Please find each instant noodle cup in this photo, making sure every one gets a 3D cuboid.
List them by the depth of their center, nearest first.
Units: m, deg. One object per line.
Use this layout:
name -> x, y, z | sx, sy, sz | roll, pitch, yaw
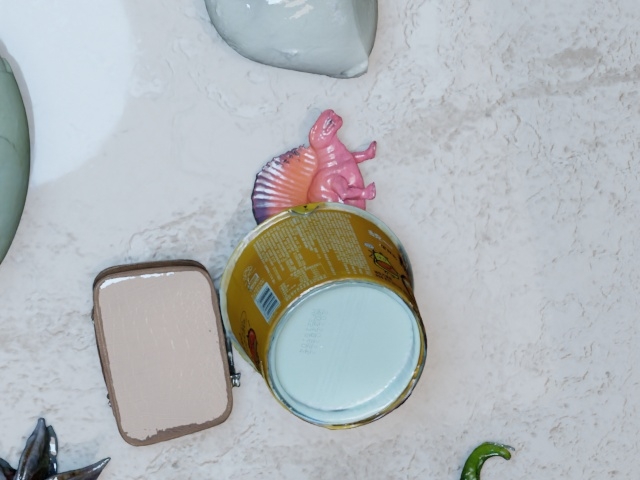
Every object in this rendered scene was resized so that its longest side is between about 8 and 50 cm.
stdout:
instant noodle cup -> 0.012, 0.086, 1.722 | 0.215, 0.172, 0.216 | -4, 110, -10

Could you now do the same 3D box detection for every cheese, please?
cheese -> -0.030, -0.269, 1.742 | 0.189, 0.154, 0.198 | 1, 97, -3

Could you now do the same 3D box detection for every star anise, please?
star anise -> -0.310, 0.292, 1.787 | 0.180, 0.061, 0.205 | -7, 63, 6

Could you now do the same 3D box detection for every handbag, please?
handbag -> -0.167, 0.116, 1.811 | 0.151, 0.072, 0.193 | -12, 97, -7

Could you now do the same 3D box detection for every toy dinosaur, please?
toy dinosaur -> -0.007, -0.003, 1.831 | 0.138, 0.070, 0.286 | 0, 104, 3

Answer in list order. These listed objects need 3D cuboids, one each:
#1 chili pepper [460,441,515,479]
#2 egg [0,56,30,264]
chili pepper -> 0.237, 0.407, 1.912 | 0.085, 0.076, 0.359 | -18, 101, 19
egg -> -0.423, -0.102, 1.635 | 0.278, 0.278, 0.336 | -1, 104, -8
